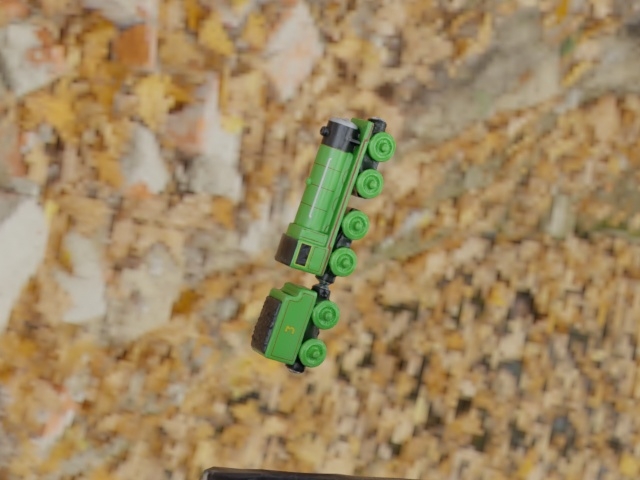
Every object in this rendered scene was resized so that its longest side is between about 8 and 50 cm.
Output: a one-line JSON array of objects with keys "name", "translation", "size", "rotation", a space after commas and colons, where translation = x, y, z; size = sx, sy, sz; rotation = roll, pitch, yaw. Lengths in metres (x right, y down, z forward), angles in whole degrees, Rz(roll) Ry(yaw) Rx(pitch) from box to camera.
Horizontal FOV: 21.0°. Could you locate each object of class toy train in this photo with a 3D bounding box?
[{"name": "toy train", "translation": [0.000, 0.000, 0.531], "size": [0.024, 0.017, 0.083], "rotation": [17, 91, -27]}]

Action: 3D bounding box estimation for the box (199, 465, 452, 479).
[{"name": "box", "translation": [0.100, 0.188, 0.541], "size": [0.343, 0.313, 0.178], "rotation": [117, -22, -73]}]
